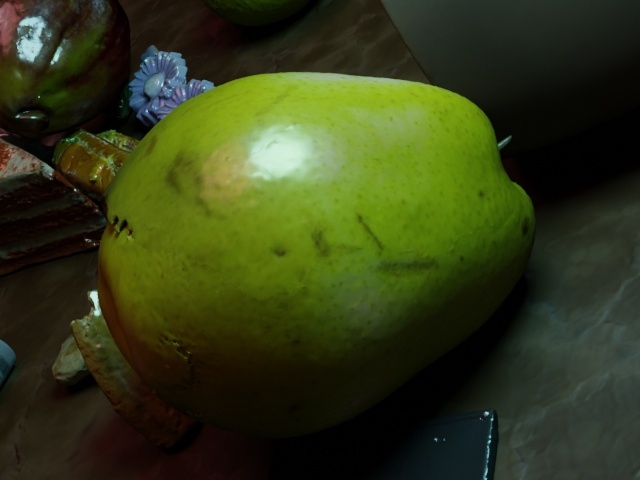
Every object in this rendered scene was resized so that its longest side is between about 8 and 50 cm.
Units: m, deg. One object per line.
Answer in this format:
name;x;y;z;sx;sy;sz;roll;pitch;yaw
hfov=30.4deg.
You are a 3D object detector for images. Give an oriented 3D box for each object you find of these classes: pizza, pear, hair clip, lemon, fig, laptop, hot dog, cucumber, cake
pizza;-0.144;0.090;1.104;0.069;0.154;0.194;-35;5;39
pear;-0.007;0.007;0.922;0.336;0.285;0.285;-7;16;-33
hair clip;-0.180;-0.174;1.513;0.106;0.084;0.292;-52;35;8
lemon;-0.085;-0.378;1.583;0.248;0.184;0.184;-20;31;55
fig;-0.355;-0.239;1.518;0.224;0.224;0.263;-23;7;21
laptop;0.035;0.193;0.870;0.197;0.016;0.135;-17;38;28
hot dog;-0.257;-0.088;1.438;0.115;0.072;0.269;-19;24;-27
cucumber;-0.320;-0.247;1.729;0.077;0.077;0.265;-34;31;3
cake;-0.386;-0.029;1.434;0.159;0.158;0.262;-49;35;-13

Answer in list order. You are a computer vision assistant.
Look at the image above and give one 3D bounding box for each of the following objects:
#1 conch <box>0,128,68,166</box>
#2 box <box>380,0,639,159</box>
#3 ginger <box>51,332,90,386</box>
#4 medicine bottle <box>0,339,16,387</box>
conch;-0.467;-0.176;1.701;0.220;0.195;0.277;1;10;-3
box;0.186;-0.221;1.023;0.216;0.301;0.301;-32;31;20
ginger;-0.160;0.020;1.233;0.148;0.081;0.334;27;67;38
medicine bottle;-0.392;0.190;1.245;0.057;0.057;0.199;-11;41;35
